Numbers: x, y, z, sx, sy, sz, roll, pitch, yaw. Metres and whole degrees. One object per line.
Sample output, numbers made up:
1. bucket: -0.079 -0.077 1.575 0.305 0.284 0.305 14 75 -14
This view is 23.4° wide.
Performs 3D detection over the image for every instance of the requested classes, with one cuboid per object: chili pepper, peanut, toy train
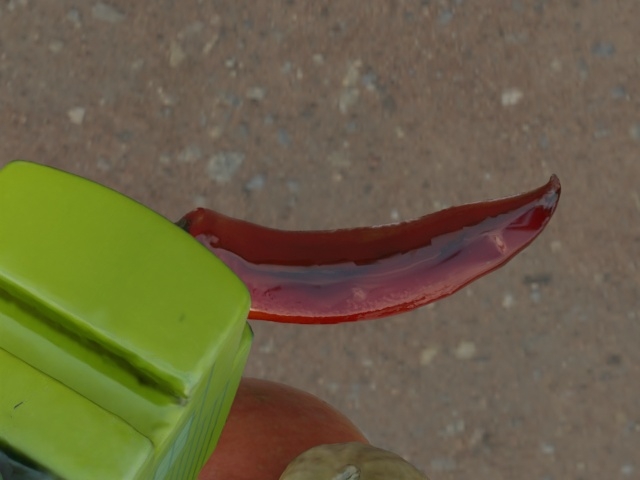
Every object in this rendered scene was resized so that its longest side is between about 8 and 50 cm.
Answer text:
1. chili pepper: 0.005 0.005 1.261 0.368 0.092 0.137 -3 124 -7
2. peanut: 0.061 0.259 1.355 0.224 0.129 0.129 37 121 -24
3. toy train: -0.158 0.142 0.805 0.179 0.272 0.442 30 152 4

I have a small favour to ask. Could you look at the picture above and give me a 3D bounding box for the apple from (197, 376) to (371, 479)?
1. apple: -0.093 0.316 1.553 0.364 0.364 0.364 1 128 1
